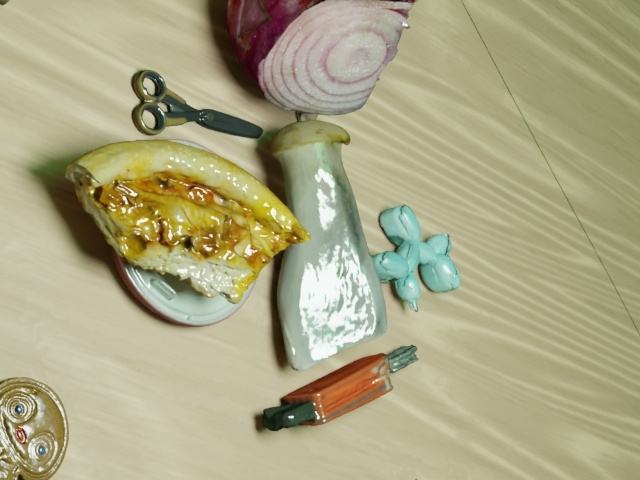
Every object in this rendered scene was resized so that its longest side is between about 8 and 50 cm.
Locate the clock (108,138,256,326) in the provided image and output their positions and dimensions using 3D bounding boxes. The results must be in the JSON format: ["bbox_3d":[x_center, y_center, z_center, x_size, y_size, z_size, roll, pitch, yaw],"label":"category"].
[{"bbox_3d":[-0.169,-0.010,1.906,0.244,0.056,0.244,17,65,-42],"label":"clock"}]

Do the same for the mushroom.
[{"bbox_3d":[0.000,0.000,2.020,0.159,0.122,0.329,-10,91,-56],"label":"mushroom"}]

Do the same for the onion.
[{"bbox_3d":[-0.009,-0.319,2.058,0.256,0.272,0.230,26,35,-45],"label":"onion"}]

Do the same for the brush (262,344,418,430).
[{"bbox_3d":[0.039,0.202,2.044,0.323,0.070,0.051,-21,97,-48],"label":"brush"}]

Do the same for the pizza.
[{"bbox_3d":[-0.153,-0.027,1.832,0.365,0.074,0.182,24,53,-36],"label":"pizza"}]

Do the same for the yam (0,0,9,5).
[{"bbox_3d":[-0.413,-0.323,1.757,0.132,0.054,0.054,27,60,-39],"label":"yam"}]

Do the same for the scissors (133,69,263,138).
[{"bbox_3d":[-0.159,-0.165,1.993,0.220,0.017,0.088,13,68,-44],"label":"scissors"}]

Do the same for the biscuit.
[{"bbox_3d":[-0.348,0.226,1.670,0.175,0.026,0.124,-38,105,-45],"label":"biscuit"}]

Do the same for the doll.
[{"bbox_3d":[0.142,0.026,2.211,0.158,0.059,0.159,47,48,-23],"label":"doll"}]

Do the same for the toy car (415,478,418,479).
[{"bbox_3d":[0.134,0.392,2.089,0.186,0.058,0.093,36,53,-47],"label":"toy car"}]
